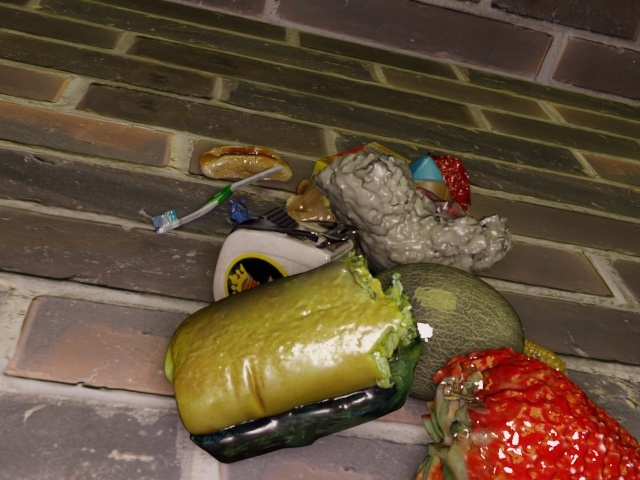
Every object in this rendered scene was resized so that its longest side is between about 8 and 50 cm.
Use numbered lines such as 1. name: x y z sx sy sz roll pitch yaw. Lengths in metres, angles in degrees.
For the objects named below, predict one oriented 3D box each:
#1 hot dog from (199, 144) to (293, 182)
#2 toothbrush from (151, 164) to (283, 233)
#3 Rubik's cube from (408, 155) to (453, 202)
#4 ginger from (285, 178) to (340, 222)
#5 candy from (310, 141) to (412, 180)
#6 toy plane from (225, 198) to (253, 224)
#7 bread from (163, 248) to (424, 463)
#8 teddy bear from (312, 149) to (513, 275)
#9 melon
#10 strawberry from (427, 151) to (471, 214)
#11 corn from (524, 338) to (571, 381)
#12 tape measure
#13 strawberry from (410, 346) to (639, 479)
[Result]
1. hot dog: -0.183 -0.196 1.837 0.243 0.073 0.084 2 38 -21
2. toothbrush: -0.221 -0.101 1.669 0.042 0.040 0.418 -8 15 42
3. Rubik's cube: 0.171 -0.048 1.722 0.255 0.254 0.254 12 31 -7
4. ginger: 0.004 -0.096 1.731 0.157 0.102 0.216 -8 33 15
5. candy: 0.111 -0.172 1.921 0.146 0.088 0.276 32 33 28
6. toy plane: -0.170 -0.042 1.618 0.062 0.054 0.167 30 22 -29
7. bread: -0.046 0.163 1.063 0.377 0.208 0.251 -20 41 8
8. teddy bear: 0.153 -0.059 1.387 0.358 0.367 0.224 15 60 35
9. melon: 0.205 0.162 1.267 0.302 0.237 0.237 15 30 -8
10. strawberry: 0.296 -0.111 1.838 0.184 0.187 0.201 5 62 -47
11. corn: 0.355 0.219 1.387 0.262 0.097 0.097 27 32 21
12. tape measure: -0.073 0.044 1.297 0.232 0.271 0.133 29 33 19
13. strawberry: 0.320 0.307 1.044 0.352 0.267 0.312 17 51 1
